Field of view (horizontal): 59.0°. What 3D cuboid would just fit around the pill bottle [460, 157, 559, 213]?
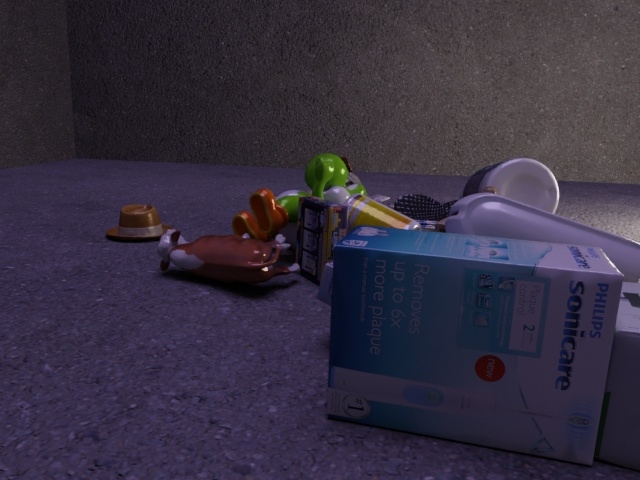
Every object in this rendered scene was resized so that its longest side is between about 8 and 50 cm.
[{"bbox_3d":[0.539,-0.128,1.679,0.204,0.204,0.361,2,2,0],"label":"pill bottle"}]

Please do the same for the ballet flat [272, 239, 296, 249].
[{"bbox_3d":[-0.093,-0.001,1.449,0.213,0.072,0.068,-3,41,-17],"label":"ballet flat"}]

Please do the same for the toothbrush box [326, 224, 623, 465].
[{"bbox_3d":[0.166,0.109,0.660,0.295,0.216,0.126,7,15,14],"label":"toothbrush box"}]

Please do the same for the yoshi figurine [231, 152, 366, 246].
[{"bbox_3d":[-0.044,-0.114,1.391,0.203,0.203,0.362,25,33,38],"label":"yoshi figurine"}]

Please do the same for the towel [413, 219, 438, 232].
[{"bbox_3d":[0.352,-0.026,1.541,0.285,0.034,0.209,3,-4,3],"label":"towel"}]

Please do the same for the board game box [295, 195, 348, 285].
[{"bbox_3d":[0.000,0.000,1.193,0.048,0.170,0.141,-4,15,-30],"label":"board game box"}]

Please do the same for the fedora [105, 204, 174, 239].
[{"bbox_3d":[-0.494,-0.054,1.550,0.194,0.079,0.194,2,13,0],"label":"fedora"}]

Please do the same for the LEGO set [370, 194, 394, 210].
[{"bbox_3d":[0.217,-0.102,1.982,0.182,0.060,0.244,-23,24,-34],"label":"LEGO set"}]

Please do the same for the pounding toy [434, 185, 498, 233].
[{"bbox_3d":[0.338,-0.009,1.200,0.181,0.206,0.094,9,15,27],"label":"pounding toy"}]

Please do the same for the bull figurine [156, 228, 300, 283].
[{"bbox_3d":[-0.195,0.031,1.185,0.310,0.101,0.188,12,14,37],"label":"bull figurine"}]

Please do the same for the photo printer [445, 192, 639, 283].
[{"bbox_3d":[0.375,0.008,1.015,0.307,0.107,0.256,21,-1,11],"label":"photo printer"}]

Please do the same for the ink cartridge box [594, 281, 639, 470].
[{"bbox_3d":[0.372,0.147,0.665,0.087,0.153,0.208,8,13,22],"label":"ink cartridge box"}]

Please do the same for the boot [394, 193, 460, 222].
[{"bbox_3d":[0.303,-0.060,1.633,0.246,0.083,0.161,4,-20,-17],"label":"boot"}]

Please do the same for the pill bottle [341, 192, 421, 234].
[{"bbox_3d":[0.144,-0.014,1.275,0.215,0.117,0.117,29,24,24],"label":"pill bottle"}]

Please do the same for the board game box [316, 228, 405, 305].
[{"bbox_3d":[0.207,0.091,0.911,0.318,0.066,0.319,24,22,24],"label":"board game box"}]

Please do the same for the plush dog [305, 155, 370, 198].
[{"bbox_3d":[0.020,-0.116,1.715,0.225,0.210,0.262,-24,5,16],"label":"plush dog"}]
